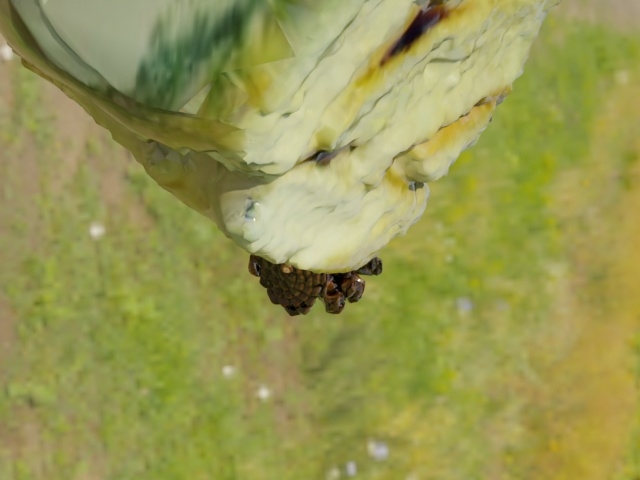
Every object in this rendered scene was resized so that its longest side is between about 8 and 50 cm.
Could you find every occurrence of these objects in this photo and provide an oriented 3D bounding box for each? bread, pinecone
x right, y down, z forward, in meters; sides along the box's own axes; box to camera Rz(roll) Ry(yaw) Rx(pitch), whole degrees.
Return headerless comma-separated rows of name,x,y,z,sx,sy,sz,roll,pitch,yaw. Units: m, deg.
bread,0.007,-0.191,0.966,0.239,0.395,0.264,42,15,19
pinecone,0.000,0.002,1.756,0.120,0.140,0.140,-17,100,-45
